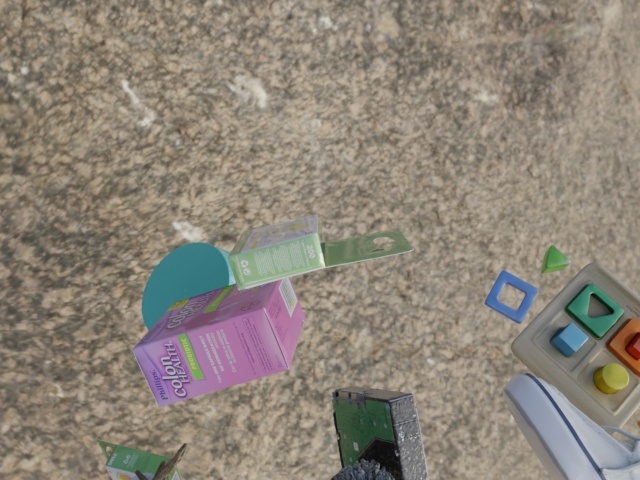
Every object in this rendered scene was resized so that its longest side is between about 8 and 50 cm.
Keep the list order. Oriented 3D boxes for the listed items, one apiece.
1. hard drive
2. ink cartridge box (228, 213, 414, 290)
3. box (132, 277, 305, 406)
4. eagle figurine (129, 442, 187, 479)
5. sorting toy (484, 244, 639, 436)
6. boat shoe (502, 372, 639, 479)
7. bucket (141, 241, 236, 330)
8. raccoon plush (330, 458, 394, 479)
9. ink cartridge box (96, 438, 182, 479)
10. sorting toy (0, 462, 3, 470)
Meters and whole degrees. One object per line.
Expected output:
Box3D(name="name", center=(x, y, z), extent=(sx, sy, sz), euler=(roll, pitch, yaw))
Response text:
Box3D(name="hard drive", center=(0.121, 0.458, 1.196), extent=(0.064, 0.237, 0.339), euler=(-8, 84, -28))
Box3D(name="ink cartridge box", center=(0.000, 0.000, 0.874), extent=(0.234, 0.171, 0.056), euler=(-14, 101, 3))
Box3D(name="box", center=(-0.169, 0.165, 1.112), extent=(0.213, 0.242, 0.117), euler=(-68, 138, -73))
Box3D(name="eagle figurine", center=(-0.279, 0.615, 1.322), extent=(0.298, 0.226, 0.225), euler=(50, 16, -27))
Box3D(name="sorting toy", center=(0.405, 0.149, 0.892), extent=(0.196, 0.047, 0.347), euler=(-41, 73, -14))
Box3D(name="boat shoe", center=(0.375, 0.281, 0.707), extent=(0.156, 0.136, 0.367), euler=(-36, 73, -3))
Box3D(name="bucket", center=(-0.265, 0.147, 1.451), extent=(0.183, 0.281, 0.281), euler=(46, 56, -53))
Box3D(name="raccoon plush", center=(0.001, 0.438, 0.885), extent=(0.299, 0.446, 0.216), euler=(-7, 60, -27))
Box3D(name="ink cartridge box", center=(-0.447, 0.552, 1.494), extent=(0.062, 0.209, 0.109), euler=(-68, 161, -45))
Box3D(name="sorting toy", center=(-0.921, 0.502, 1.599), extent=(0.038, 0.192, 0.208), euler=(-56, 153, -35))
